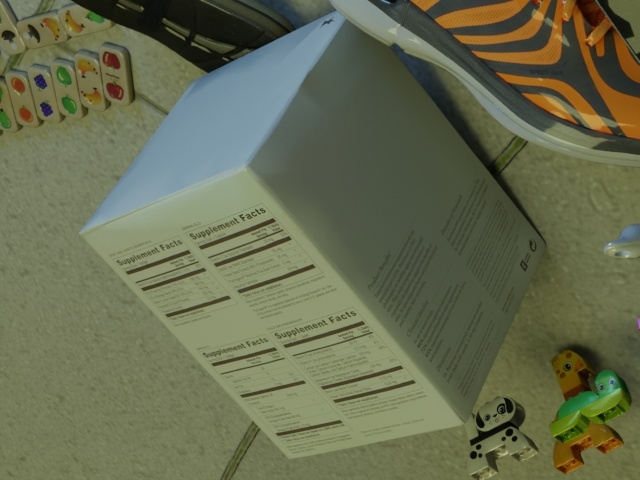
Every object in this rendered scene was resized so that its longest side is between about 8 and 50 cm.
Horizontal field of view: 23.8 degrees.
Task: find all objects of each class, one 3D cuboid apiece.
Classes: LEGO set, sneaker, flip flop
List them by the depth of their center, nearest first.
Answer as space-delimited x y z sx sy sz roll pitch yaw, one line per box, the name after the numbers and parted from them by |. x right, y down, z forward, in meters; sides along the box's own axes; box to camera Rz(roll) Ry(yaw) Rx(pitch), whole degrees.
0.148 -0.180 1.012 0.321 0.124 0.180 28 136 15 | sneaker
-0.132 -0.224 1.219 0.277 0.080 0.112 30 149 -10 | flip flop
0.221 0.113 1.220 0.227 0.093 0.087 -31 141 19 | LEGO set

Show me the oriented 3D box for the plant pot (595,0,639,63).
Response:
0.288 -0.160 0.900 0.167 0.188 0.187 -31 102 32 | plant pot

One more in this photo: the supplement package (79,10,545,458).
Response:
0.000 0.000 1.181 0.198 0.199 0.263 -19 120 43 | supplement package

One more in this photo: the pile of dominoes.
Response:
-0.289 -0.184 1.385 0.251 0.040 0.196 -7 119 39 | pile of dominoes

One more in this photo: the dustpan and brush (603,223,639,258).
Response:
0.258 -0.016 1.005 0.147 0.211 0.060 -44 54 47 | dustpan and brush
